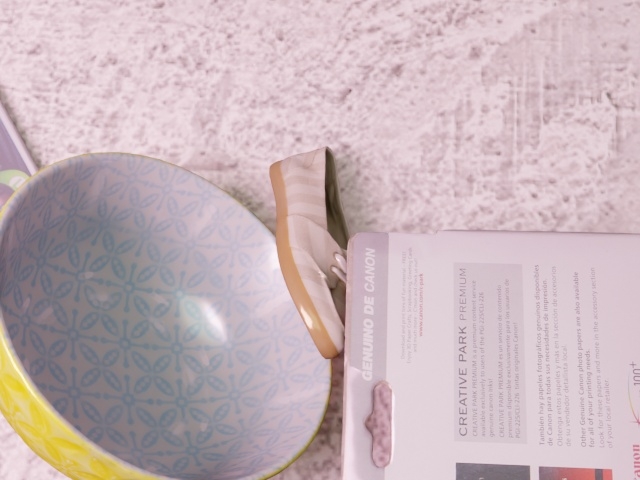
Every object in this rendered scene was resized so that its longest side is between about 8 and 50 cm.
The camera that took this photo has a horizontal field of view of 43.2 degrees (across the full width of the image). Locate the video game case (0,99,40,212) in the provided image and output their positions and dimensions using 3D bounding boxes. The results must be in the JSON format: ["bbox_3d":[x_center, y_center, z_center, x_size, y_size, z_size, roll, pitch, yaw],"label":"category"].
[{"bbox_3d":[-0.360,-0.047,0.777,0.173,0.022,0.190,-31,76,-6],"label":"video game case"}]

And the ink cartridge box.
[{"bbox_3d":[0.151,0.154,0.652,0.271,0.130,0.310,2,75,2],"label":"ink cartridge box"}]

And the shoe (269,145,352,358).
[{"bbox_3d":[0.000,0.000,0.689,0.058,0.076,0.219,-22,48,11],"label":"shoe"}]

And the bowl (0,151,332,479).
[{"bbox_3d":[-0.149,0.090,0.649,0.156,0.289,0.289,-42,74,35],"label":"bowl"}]
